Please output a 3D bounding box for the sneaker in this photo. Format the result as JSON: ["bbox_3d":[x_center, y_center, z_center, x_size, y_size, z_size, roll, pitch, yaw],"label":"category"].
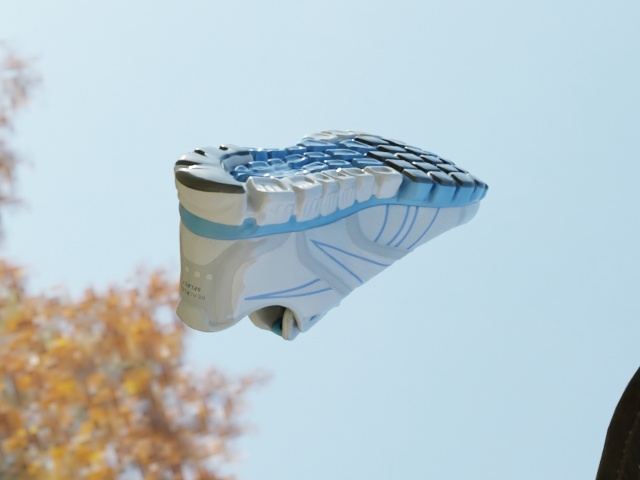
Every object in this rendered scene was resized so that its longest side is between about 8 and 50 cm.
[{"bbox_3d":[0.000,0.000,0.860,0.071,0.190,0.083,25,-69,37],"label":"sneaker"}]

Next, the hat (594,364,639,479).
[{"bbox_3d":[0.240,0.146,0.627,0.331,0.134,0.331,-7,-100,45],"label":"hat"}]
